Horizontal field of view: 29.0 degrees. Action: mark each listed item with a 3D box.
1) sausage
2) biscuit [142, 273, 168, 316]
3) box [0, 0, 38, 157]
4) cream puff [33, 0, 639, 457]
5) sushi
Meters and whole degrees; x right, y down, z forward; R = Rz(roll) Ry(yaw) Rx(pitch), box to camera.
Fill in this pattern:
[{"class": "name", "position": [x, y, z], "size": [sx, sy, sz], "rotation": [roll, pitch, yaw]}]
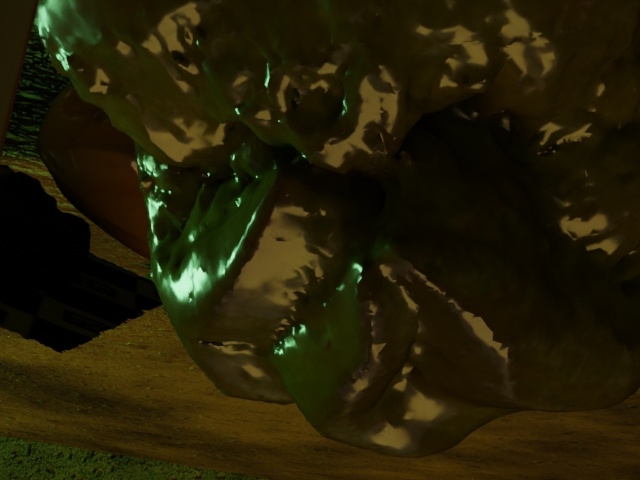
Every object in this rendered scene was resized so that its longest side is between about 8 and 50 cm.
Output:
[{"class": "sausage", "position": [-0.086, -0.042, 0.833], "size": [0.136, 0.120, 0.241], "rotation": [7, 165, 25]}, {"class": "biscuit", "position": [-0.106, 0.060, 1.316], "size": [0.166, 0.036, 0.225], "rotation": [8, 166, -1]}, {"class": "box", "position": [-0.163, -0.135, 0.318], "size": [0.091, 0.274, 0.221], "rotation": [-1, 159, 32]}, {"class": "cream puff", "position": [0.019, -0.047, 0.535], "size": [0.323, 0.274, 0.270], "rotation": [-9, 164, 37]}, {"class": "sushi", "position": [-0.254, -0.040, 0.839], "size": [0.320, 0.069, 0.339], "rotation": [24, -175, 5]}]
